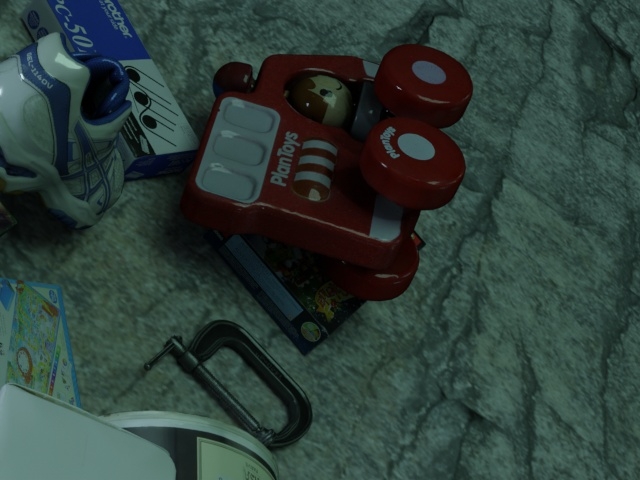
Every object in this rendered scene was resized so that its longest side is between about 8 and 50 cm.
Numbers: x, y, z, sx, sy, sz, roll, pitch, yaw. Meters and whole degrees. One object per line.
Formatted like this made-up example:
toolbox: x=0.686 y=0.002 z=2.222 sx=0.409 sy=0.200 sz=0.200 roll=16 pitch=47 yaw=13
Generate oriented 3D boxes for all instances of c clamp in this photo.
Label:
c clamp: x=-0.079 y=0.138 z=1.308 sx=0.160 sy=0.022 sz=0.137 roll=43 pitch=33 yaw=-4

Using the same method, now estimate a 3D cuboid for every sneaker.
sneaker: x=-0.205 y=-0.093 z=1.208 sx=0.112 sy=0.131 sz=0.296 roll=54 pitch=4 yaw=8

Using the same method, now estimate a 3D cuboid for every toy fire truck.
toy fire truck: x=0.005 y=-0.096 z=1.419 sx=0.253 sy=0.169 sz=0.302 roll=18 pitch=42 yaw=-6

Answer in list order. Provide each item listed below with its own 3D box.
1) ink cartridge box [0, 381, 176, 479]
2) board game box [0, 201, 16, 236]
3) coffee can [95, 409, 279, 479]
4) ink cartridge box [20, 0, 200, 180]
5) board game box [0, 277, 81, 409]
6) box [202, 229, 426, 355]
ink cartridge box: x=-0.214 y=0.246 z=0.817 sx=0.117 sy=0.283 sz=0.207 roll=29 pitch=36 yaw=-24
board game box: x=-0.405 y=-0.015 z=1.022 sx=0.317 sy=0.046 sz=0.213 roll=-39 pitch=96 yaw=-39
coffee can: x=-0.122 y=0.288 z=0.986 sx=0.201 sy=0.201 sz=0.275 roll=22 pitch=44 yaw=-29
ink cartridge box: x=-0.209 y=-0.159 z=1.415 sx=0.097 sy=0.046 sz=0.207 roll=-12 pitch=66 yaw=-50
board game box: x=-0.254 y=0.102 z=1.161 sx=0.103 sy=0.026 sz=0.154 roll=11 pitch=51 yaw=-38
box: x=0.000 y=0.000 z=1.480 sx=0.159 sy=0.044 sz=0.233 roll=49 pitch=38 yaw=1
